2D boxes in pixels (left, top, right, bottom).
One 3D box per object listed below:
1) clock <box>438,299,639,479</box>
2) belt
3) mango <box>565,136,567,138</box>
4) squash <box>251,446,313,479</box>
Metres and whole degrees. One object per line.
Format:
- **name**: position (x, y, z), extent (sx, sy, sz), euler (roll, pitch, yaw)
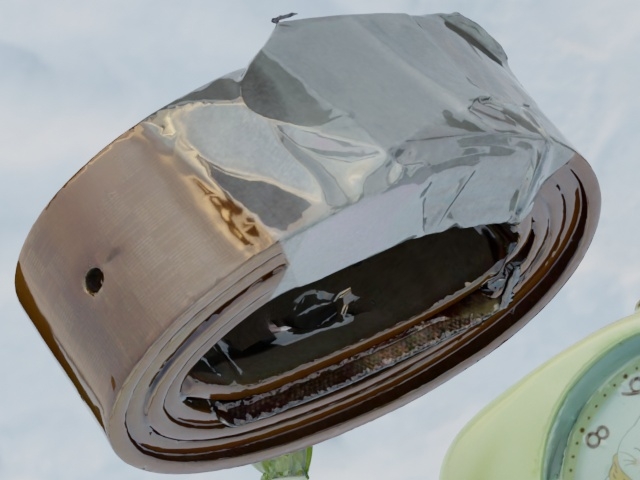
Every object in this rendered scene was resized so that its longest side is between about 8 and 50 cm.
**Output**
- **clock**: position (0.281, 0.184, 1.304), extent (0.348, 0.117, 0.286), euler (-39, 57, 12)
- **belt**: position (0.000, 0.000, 0.779), extent (0.105, 0.261, 0.184), euler (52, 149, 31)
- **mango**: position (0.190, -0.050, 1.549), extent (0.080, 0.060, 0.114), euler (-16, 101, 4)
- **squash**: position (-0.053, 0.059, 1.060), extent (0.066, 0.066, 0.201), euler (-49, 54, 38)
